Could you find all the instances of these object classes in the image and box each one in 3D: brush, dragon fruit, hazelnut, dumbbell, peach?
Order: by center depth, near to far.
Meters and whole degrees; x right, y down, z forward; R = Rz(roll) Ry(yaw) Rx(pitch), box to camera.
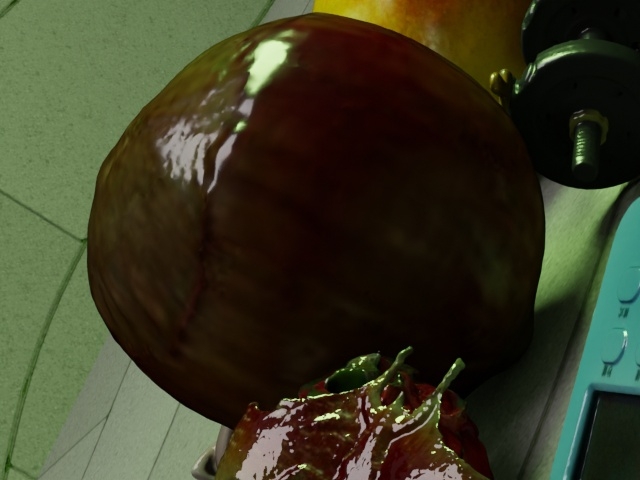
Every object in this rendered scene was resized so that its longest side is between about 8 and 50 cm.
[{"bbox_3d":[0.044,0.218,1.607,0.192,0.193,0.274,19,110,45],"label":"dragon fruit"},{"bbox_3d":[0.000,0.000,1.777,0.421,0.421,0.352,-52,17,24],"label":"hazelnut"},{"bbox_3d":[0.163,-0.135,1.795,0.170,0.014,0.043,4,-96,-80],"label":"brush"},{"bbox_3d":[0.248,-0.151,1.818,0.143,0.143,0.325,-49,15,33],"label":"dumbbell"},{"bbox_3d":[0.139,-0.218,2.044,0.308,0.289,0.289,107,-176,-48],"label":"peach"}]

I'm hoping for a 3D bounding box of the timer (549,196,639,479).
[{"bbox_3d":[0.241,0.093,1.382,0.250,0.091,0.232,-63,14,-10],"label":"timer"}]

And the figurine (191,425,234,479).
[{"bbox_3d":[0.000,0.154,1.985,0.287,0.176,0.186,-49,1,-5],"label":"figurine"}]

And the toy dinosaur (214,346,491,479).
[{"bbox_3d":[0.058,0.178,1.399,0.327,0.113,0.206,-14,56,30],"label":"toy dinosaur"}]
